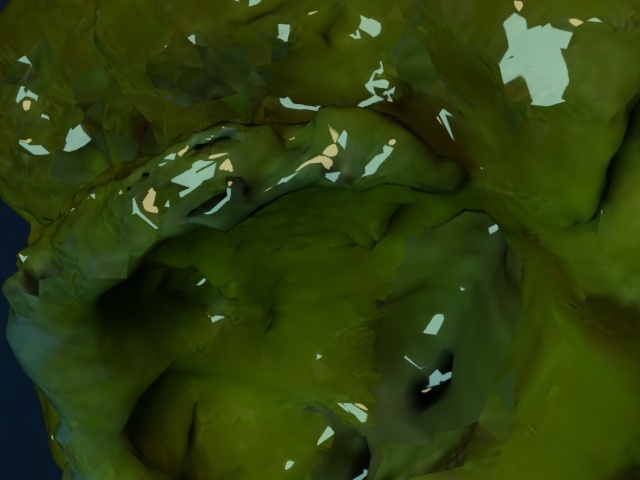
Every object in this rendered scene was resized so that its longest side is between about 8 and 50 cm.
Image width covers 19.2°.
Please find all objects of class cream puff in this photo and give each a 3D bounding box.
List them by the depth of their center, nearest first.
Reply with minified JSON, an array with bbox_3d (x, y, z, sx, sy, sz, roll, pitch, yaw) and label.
[{"bbox_3d":[0.002,0.000,0.544,0.282,0.185,0.282,12,110,35],"label":"cream puff"}]
